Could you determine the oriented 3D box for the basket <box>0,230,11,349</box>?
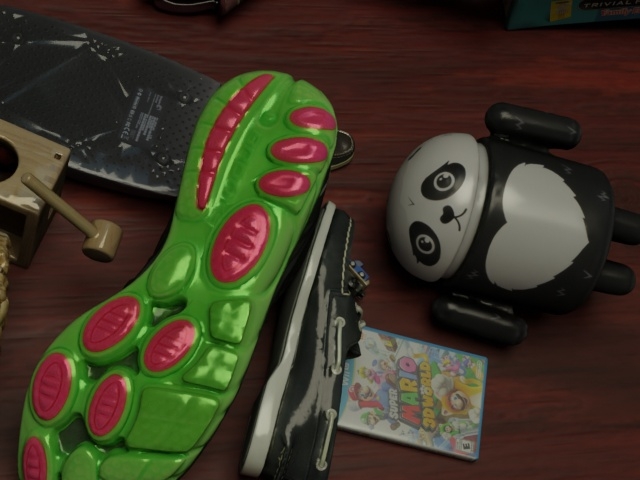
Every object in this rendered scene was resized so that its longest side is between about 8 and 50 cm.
[{"bbox_3d":[-0.450,0.093,1.276,0.299,0.223,0.213,6,30,-14],"label":"basket"}]

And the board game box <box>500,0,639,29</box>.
[{"bbox_3d":[0.383,-0.408,1.750,0.336,0.079,0.254,-6,66,-6],"label":"board game box"}]

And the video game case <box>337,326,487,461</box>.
[{"bbox_3d":[0.094,0.160,1.455,0.166,0.015,0.119,15,61,-10],"label":"video game case"}]

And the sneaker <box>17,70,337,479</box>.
[{"bbox_3d":[-0.115,0.069,1.341,0.185,0.202,0.483,29,77,15],"label":"sneaker"}]

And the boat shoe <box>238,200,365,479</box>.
[{"bbox_3d":[-0.003,0.108,1.403,0.091,0.114,0.303,18,73,-7],"label":"boat shoe"}]

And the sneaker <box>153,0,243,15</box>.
[{"bbox_3d":[-0.184,-0.367,1.581,0.281,0.106,0.162,39,63,3],"label":"sneaker"}]

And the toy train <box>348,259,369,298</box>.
[{"bbox_3d":[0.000,0.000,1.500,0.036,0.027,0.158,-32,76,-39],"label":"toy train"}]

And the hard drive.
[{"bbox_3d":[-0.250,-0.141,1.475,0.254,0.054,0.172,19,60,-8],"label":"hard drive"}]

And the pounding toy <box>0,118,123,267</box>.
[{"bbox_3d":[-0.284,-0.055,1.348,0.206,0.181,0.094,23,60,-5],"label":"pounding toy"}]

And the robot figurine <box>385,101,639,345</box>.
[{"bbox_3d":[0.209,-0.016,1.486,0.278,0.174,0.209,15,54,-10],"label":"robot figurine"}]

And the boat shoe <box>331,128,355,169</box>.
[{"bbox_3d":[-0.030,-0.110,1.530,0.152,0.049,0.056,-1,65,-18],"label":"boat shoe"}]
